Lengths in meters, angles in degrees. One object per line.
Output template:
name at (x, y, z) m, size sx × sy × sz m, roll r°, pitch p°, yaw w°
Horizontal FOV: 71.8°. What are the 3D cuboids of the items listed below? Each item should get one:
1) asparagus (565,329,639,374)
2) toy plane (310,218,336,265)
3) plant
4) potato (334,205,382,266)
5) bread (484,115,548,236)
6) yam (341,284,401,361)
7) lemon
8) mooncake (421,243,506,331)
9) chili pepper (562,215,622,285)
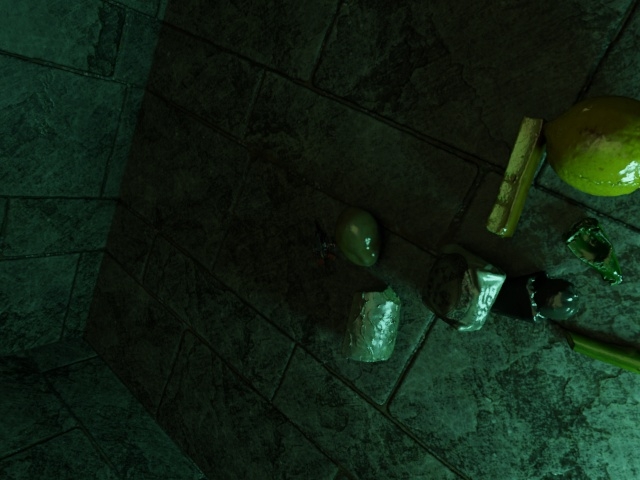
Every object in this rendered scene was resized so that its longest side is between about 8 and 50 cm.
asparagus at (0.852, 0.333, 1.275) m, size 0.277 × 0.060 × 0.067 m, roll 15°, pitch 112°, yaw 32°
toy plane at (-0.002, 0.000, 1.801) m, size 0.130 × 0.061 × 0.189 m, roll -28°, pitch 79°, yaw 32°
plant at (0.642, 0.170, 1.344) m, size 0.256 × 0.164 × 0.142 m, roll -5°, pitch 91°, yaw 44°
potato at (0.143, -0.013, 1.655) m, size 0.235 × 0.160 × 0.178 m, roll 64°, pitch 161°, yaw -4°
bread at (0.600, -0.186, 1.351) m, size 0.077 × 0.138 × 0.361 m, roll 23°, pitch 105°, yaw 31°
yam at (0.192, 0.299, 1.632) m, size 0.201 × 0.202 × 0.271 m, roll 5°, pitch 96°, yaw 11°
lemon at (0.752, -0.255, 1.178) m, size 0.310 × 0.258 × 0.258 m, roll 28°, pitch 108°, yaw 21°
mooncake at (0.445, 0.155, 1.426) m, size 0.250 × 0.136 × 0.254 m, roll -133°, pitch 54°, yaw -66°
chili pepper at (0.798, 0.034, 1.289) m, size 0.108 × 0.062 × 0.216 m, roll -35°, pitch 76°, yaw 37°
